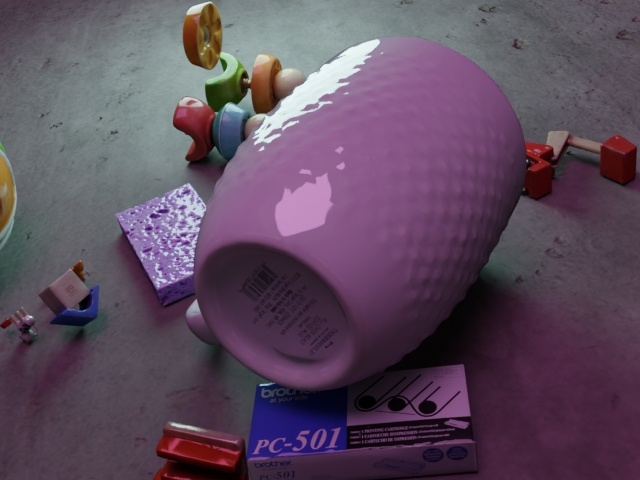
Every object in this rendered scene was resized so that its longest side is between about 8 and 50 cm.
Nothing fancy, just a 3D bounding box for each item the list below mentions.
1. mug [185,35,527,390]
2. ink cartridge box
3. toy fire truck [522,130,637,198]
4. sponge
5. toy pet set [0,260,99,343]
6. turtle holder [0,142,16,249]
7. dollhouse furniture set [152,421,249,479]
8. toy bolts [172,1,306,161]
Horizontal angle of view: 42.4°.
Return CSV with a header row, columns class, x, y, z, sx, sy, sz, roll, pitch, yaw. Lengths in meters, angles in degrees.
class,x,y,z,sx,sy,sz,roll,pitch,yaw
mug,0.000,0.000,0.859,0.374,0.276,0.328,-30,14,41
ink cartridge box,0.038,0.175,0.780,0.207,0.046,0.097,-7,35,8
toy fire truck,0.301,-0.114,1.091,0.135,0.047,0.192,-26,37,-18
sponge,-0.191,0.000,1.101,0.117,0.031,0.210,-24,37,-15
toy pet set,-0.316,0.081,1.027,0.114,0.065,0.122,-28,14,46
turtle holder,-0.565,-0.033,1.089,0.320,0.243,0.227,-17,52,-21
dollhouse furniture set,-0.130,0.274,0.595,0.262,0.135,0.259,8,34,15
toy bolts,-0.121,-0.236,1.279,0.158,0.218,0.229,6,57,15
